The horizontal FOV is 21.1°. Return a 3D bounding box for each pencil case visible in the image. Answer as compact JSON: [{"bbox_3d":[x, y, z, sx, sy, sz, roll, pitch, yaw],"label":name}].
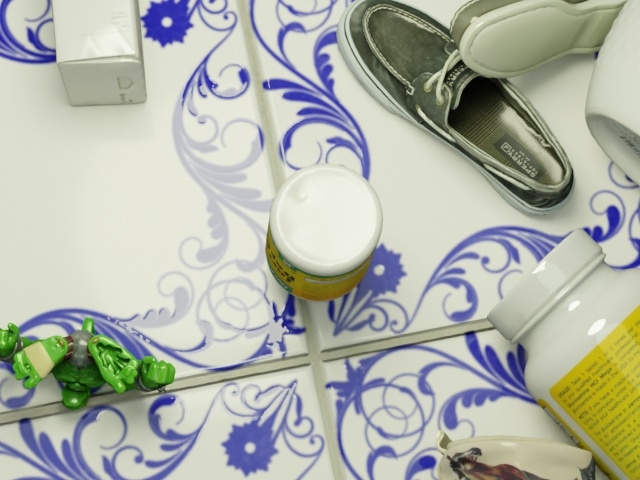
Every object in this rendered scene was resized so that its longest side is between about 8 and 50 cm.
[{"bbox_3d":[0.201,0.399,1.764,0.183,0.160,0.410,-2,77,7],"label":"pencil case"}]

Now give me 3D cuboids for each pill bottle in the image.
[{"bbox_3d":[0.341,0.153,1.816,0.188,0.188,0.334,-42,83,-11],"label":"pill bottle"},{"bbox_3d":[0.000,0.000,1.822,0.117,0.208,0.118,1,77,-4],"label":"pill bottle"}]

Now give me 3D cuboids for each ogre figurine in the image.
[{"bbox_3d":[-0.254,0.129,1.824,0.197,0.118,0.097,-8,82,-4],"label":"ogre figurine"}]

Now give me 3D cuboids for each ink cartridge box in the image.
[{"bbox_3d":[-0.249,-0.274,1.897,0.092,0.160,0.219,-6,77,-3],"label":"ink cartridge box"}]

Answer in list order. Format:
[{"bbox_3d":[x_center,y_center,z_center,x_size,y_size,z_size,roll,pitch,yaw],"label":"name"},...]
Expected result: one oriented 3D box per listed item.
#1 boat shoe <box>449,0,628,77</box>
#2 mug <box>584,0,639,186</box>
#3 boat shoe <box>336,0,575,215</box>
[{"bbox_3d":[0.243,-0.256,1.902,0.305,0.109,0.091,-16,57,-41],"label":"boat shoe"},{"bbox_3d":[0.487,-0.169,1.882,0.328,0.276,0.374,-46,114,-6],"label":"mug"},{"bbox_3d":[0.161,-0.167,1.916,0.335,0.119,0.121,40,78,6],"label":"boat shoe"}]
